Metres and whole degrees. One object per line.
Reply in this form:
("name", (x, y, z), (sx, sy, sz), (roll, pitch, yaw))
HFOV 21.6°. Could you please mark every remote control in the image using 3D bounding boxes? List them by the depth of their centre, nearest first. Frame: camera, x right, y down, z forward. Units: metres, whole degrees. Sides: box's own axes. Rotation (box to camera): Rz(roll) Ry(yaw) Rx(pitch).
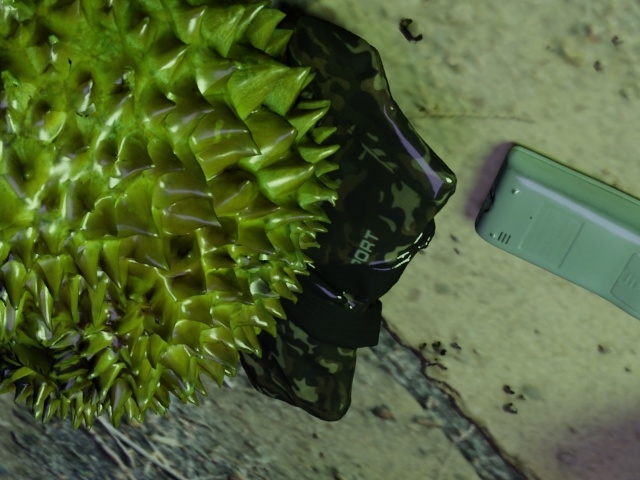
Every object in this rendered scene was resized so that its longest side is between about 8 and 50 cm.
("remote control", (0.154, 0.013, 0.810), (0.162, 0.029, 0.061), (25, 137, 4))

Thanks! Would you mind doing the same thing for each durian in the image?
("durian", (-0.118, -0.048, 0.744), (0.291, 0.225, 0.291), (33, 173, 4))

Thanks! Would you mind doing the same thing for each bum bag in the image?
("bum bag", (0.000, 0.001, 0.850), (0.102, 0.069, 0.248), (56, 148, 28))
